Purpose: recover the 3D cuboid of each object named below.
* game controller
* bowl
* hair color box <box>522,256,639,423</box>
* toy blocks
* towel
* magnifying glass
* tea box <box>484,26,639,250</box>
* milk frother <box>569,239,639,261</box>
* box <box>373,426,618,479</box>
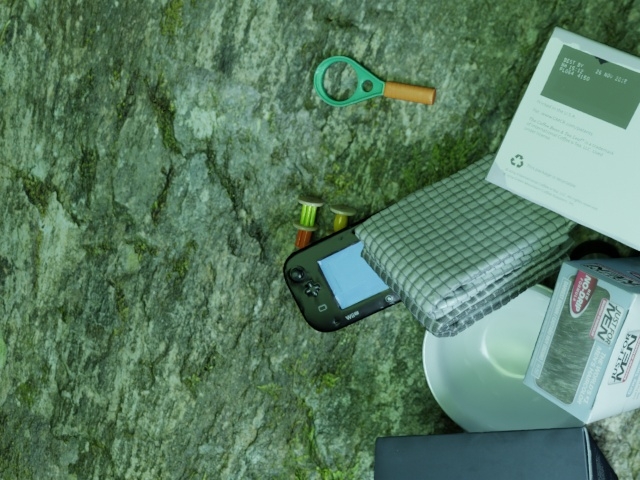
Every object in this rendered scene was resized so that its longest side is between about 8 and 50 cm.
[{"bbox_3d":[0.096,0.043,1.333,0.319,0.067,0.166,-26,88,10],"label":"game controller"},{"bbox_3d":[0.333,0.192,1.260,0.297,0.134,0.298,5,103,22],"label":"bowl"},{"bbox_3d":[0.470,0.126,1.050,0.113,0.374,0.185,32,115,46],"label":"hair color box"},{"bbox_3d":[0.000,0.000,1.410,0.123,0.054,0.148,16,108,19],"label":"toy blocks"},{"bbox_3d":[0.231,0.004,1.171,0.283,0.235,0.121,-29,132,-10],"label":"towel"},{"bbox_3d":[0.094,-0.277,1.324,0.231,0.026,0.092,14,107,20],"label":"magnifying glass"},{"bbox_3d":[0.449,-0.130,1.032,0.329,0.323,0.220,28,111,18],"label":"tea box"},{"bbox_3d":[0.477,0.057,1.163,0.129,0.135,0.143,46,116,-4],"label":"milk frother"},{"bbox_3d":[0.302,0.443,1.212,0.343,0.312,0.179,-10,57,25],"label":"box"}]
